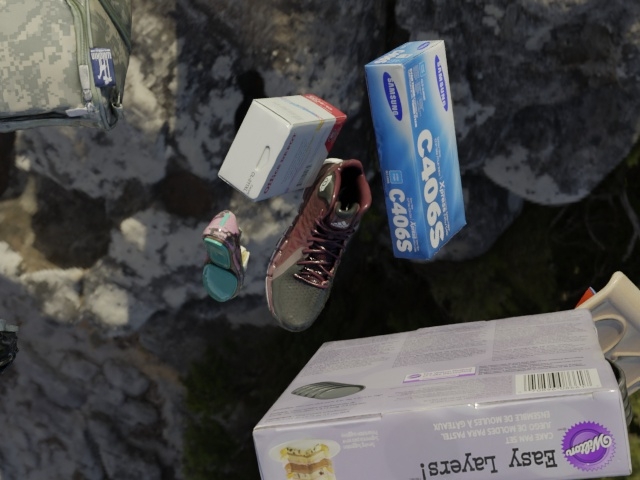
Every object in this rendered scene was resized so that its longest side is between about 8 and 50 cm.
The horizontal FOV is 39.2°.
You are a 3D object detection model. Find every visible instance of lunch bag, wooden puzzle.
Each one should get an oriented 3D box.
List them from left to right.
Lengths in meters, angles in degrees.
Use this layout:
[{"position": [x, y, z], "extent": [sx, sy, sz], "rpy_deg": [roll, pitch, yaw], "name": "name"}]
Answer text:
[{"position": [-0.402, -0.253, 1.175], "extent": [0.305, 0.256, 0.212], "rpy_deg": [-5, 160, 4], "name": "lunch bag"}, {"position": [0.471, 0.225, 1.657], "extent": [0.348, 0.080, 0.322], "rpy_deg": [-43, 131, 14], "name": "wooden puzzle"}]

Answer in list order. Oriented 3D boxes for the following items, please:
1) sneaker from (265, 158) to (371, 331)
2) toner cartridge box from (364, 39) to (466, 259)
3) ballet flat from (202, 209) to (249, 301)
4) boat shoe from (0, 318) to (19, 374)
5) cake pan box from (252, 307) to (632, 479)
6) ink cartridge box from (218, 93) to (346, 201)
[{"position": [0.000, 0.000, 1.344], "extent": [0.106, 0.162, 0.281], "rpy_deg": [17, 82, -14], "name": "sneaker"}, {"position": [0.171, -0.157, 1.565], "extent": [0.075, 0.165, 0.347], "rpy_deg": [4, 116, 32], "name": "toner cartridge box"}, {"position": [-0.153, 0.024, 1.482], "extent": [0.077, 0.079, 0.221], "rpy_deg": [25, 151, 11], "name": "ballet flat"}, {"position": [-0.605, 0.201, 1.608], "extent": [0.127, 0.113, 0.340], "rpy_deg": [3, 171, -21], "name": "boat shoe"}, {"position": [0.106, 0.123, 0.718], "extent": [0.267, 0.246, 0.070], "rpy_deg": [-9, 98, 12], "name": "cake pan box"}, {"position": [-0.052, -0.136, 1.283], "extent": [0.072, 0.175, 0.127], "rpy_deg": [36, 114, 16], "name": "ink cartridge box"}]
